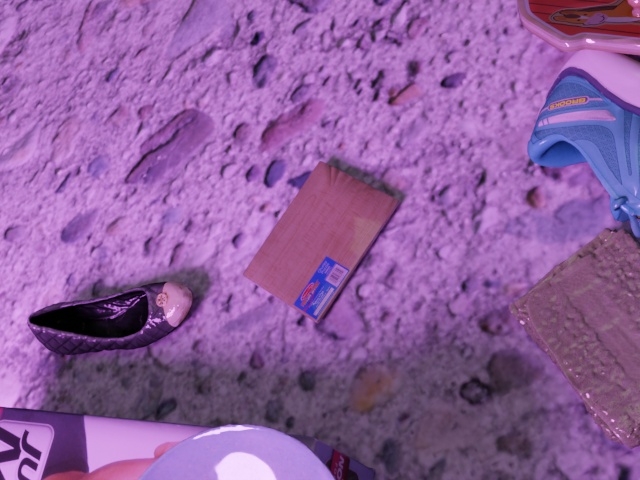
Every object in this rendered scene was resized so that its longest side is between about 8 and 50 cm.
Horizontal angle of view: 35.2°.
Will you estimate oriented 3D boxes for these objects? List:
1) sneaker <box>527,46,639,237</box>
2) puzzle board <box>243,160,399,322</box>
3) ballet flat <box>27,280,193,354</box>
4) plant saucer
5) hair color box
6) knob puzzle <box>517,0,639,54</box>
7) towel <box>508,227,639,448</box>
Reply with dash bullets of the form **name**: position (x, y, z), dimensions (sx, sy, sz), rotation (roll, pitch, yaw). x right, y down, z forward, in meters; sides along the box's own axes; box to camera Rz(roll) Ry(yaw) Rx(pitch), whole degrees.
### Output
- **sneaker**: position (0.264, -0.046, 0.729), dimensions (0.110, 0.107, 0.275), rotation (-57, 44, 7)
- **puzzle board**: position (0.000, 0.000, 0.894), dimensions (0.096, 0.011, 0.128), rotation (30, 83, 35)
- **ballet flat**: position (-0.196, 0.073, 0.940), dimensions (0.173, 0.049, 0.058), rotation (-16, 60, 21)
- **plant saucer**: position (-0.058, 0.219, 0.658), dimensions (0.194, 0.037, 0.195), rotation (-12, 60, 22)
- **hair color box**: position (-0.159, 0.241, 0.797), dimensions (0.374, 0.113, 0.186), rotation (0, 66, 28)
- **knob puzzle**: position (0.240, -0.204, 0.796), dimensions (0.213, 0.030, 0.213), rotation (-11, 34, 7)
- **towel**: position (0.217, 0.067, 0.730), dimensions (0.110, 0.027, 0.148), rotation (-38, 53, 6)
